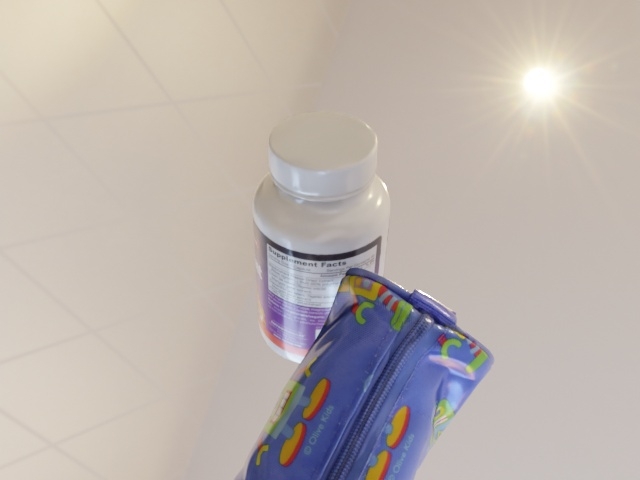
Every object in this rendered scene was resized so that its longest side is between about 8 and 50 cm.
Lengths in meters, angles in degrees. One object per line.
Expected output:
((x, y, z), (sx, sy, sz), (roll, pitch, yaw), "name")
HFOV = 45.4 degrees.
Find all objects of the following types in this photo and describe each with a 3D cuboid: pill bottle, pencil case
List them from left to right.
((-0.001, 0.165, 0.481), (0.306, 0.119, 0.133), (-59, -178, -18), "pencil case")
((0.000, 0.000, 0.614), (0.108, 0.108, 0.193), (44, -35, 39), "pill bottle")
